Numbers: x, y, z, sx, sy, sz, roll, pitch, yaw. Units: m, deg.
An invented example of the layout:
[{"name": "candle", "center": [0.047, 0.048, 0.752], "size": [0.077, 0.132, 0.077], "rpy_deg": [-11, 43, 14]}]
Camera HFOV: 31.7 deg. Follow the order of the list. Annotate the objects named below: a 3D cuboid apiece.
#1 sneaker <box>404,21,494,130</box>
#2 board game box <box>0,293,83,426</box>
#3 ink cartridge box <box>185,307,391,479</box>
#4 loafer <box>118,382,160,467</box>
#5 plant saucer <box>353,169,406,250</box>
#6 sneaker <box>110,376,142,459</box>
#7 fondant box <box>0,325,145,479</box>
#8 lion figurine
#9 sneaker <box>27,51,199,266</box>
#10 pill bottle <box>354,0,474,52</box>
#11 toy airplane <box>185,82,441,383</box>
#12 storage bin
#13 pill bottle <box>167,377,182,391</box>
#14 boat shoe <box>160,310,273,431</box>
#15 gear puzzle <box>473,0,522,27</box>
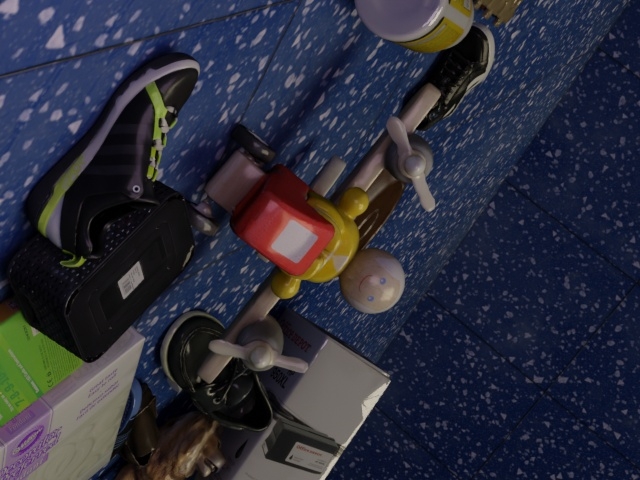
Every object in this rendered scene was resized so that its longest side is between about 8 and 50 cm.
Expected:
[{"name": "sneaker", "center": [0.213, -0.263, 1.908], "size": [0.121, 0.079, 0.217], "rpy_deg": [-41, 165, -40]}, {"name": "board game box", "center": [-0.362, 0.152, 1.172], "size": [0.259, 0.039, 0.124], "rpy_deg": [-42, 140, -40]}, {"name": "ink cartridge box", "center": [-0.076, 0.349, 2.139], "size": [0.395, 0.166, 0.285], "rpy_deg": [-56, -161, -3]}, {"name": "loafer", "center": [-0.288, 0.301, 1.817], "size": [0.080, 0.078, 0.220], "rpy_deg": [-43, 165, -29]}, {"name": "plant saucer", "center": [0.068, -0.036, 2.131], "size": [0.310, 0.050, 0.310], "rpy_deg": [-47, 166, -16]}, {"name": "sneaker", "center": [-0.312, 0.262, 1.647], "size": [0.232, 0.081, 0.090], "rpy_deg": [-50, 172, 33]}, {"name": "fondant box", "center": [-0.357, 0.244, 1.403], "size": [0.238, 0.096, 0.330], "rpy_deg": [-39, 162, -38]}, {"name": "lion figurine", "center": [-0.324, 0.461, 2.088], "size": [0.240, 0.142, 0.392], "rpy_deg": [-49, -177, -41]}, {"name": "sneaker", "center": [-0.181, -0.073, 1.099], "size": [0.234, 0.097, 0.084], "rpy_deg": [-50, 167, 0]}, {"name": "pill bottle", "center": [0.127, -0.302, 1.436], "size": [0.119, 0.119, 0.208], "rpy_deg": [-53, 166, 14]}, {"name": "toy airplane", "center": [0.000, 0.000, 1.512], "size": [0.384, 0.272, 0.386], "rpy_deg": [-40, 163, -38]}, {"name": "storage bin", "center": [-0.223, 0.021, 1.172], "size": [0.180, 0.084, 0.122], "rpy_deg": [-49, 154, -28]}, {"name": "pill bottle", "center": [-0.218, 0.216, 1.890], "size": [0.083, 0.043, 0.043], "rpy_deg": [-41, 164, -31]}, {"name": "boat shoe", "center": [-0.155, 0.229, 1.834], "size": [0.127, 0.113, 0.340], "rpy_deg": [-49, 150, -21]}, {"name": "gear puzzle", "center": [0.292, -0.441, 1.780], "size": [0.175, 0.044, 0.339], "rpy_deg": [-52, 164, 13]}]
